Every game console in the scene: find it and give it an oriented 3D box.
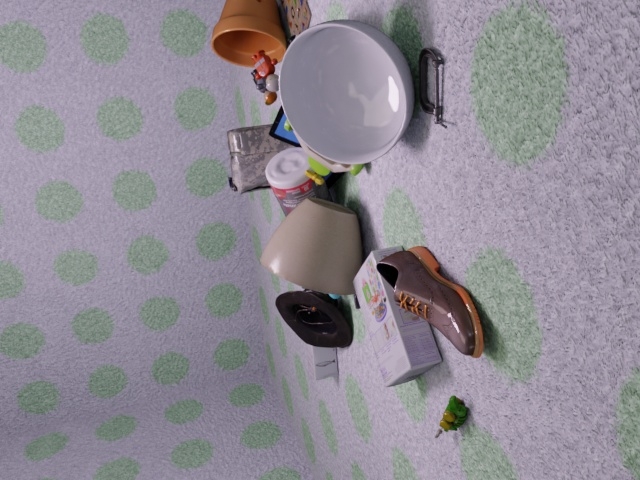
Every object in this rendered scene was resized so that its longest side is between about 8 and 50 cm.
[{"bbox_3d":[-0.049,-0.305,2.027,0.293,0.173,0.250,142,117,-73],"label":"game console"}]

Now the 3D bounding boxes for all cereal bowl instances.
[{"bbox_3d":[0.077,-0.360,1.429,0.339,0.141,0.339,17,125,25],"label":"cereal bowl"}]

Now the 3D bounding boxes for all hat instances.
[{"bbox_3d":[-0.006,0.268,2.281,0.331,0.331,0.134,97,-163,-49],"label":"hat"}]

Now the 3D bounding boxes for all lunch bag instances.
[{"bbox_3d":[-0.217,-0.326,2.365,0.212,0.305,0.256,-157,59,-72],"label":"lunch bag"}]

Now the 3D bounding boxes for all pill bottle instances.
[{"bbox_3d":[-0.055,-0.148,2.045,0.318,0.176,0.176,65,179,-46],"label":"pill bottle"}]

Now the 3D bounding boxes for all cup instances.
[{"bbox_3d":[0.000,0.000,1.892,0.237,0.331,0.331,-71,23,12],"label":"cup"}]

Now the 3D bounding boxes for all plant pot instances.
[{"bbox_3d":[-0.270,-0.829,2.311,0.291,0.291,0.203,140,135,-72],"label":"plant pot"}]

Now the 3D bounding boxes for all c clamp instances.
[{"bbox_3d":[0.241,-0.327,1.269,0.137,0.022,0.160,-127,28,-68],"label":"c clamp"}]

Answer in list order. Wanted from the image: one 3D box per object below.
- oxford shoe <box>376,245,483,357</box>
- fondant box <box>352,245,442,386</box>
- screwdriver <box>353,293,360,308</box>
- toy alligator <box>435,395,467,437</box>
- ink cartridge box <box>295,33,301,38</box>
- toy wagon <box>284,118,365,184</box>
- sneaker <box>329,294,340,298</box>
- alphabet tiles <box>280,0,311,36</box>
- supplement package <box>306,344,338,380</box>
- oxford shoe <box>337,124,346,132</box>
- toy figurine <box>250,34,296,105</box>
[{"bbox_3d":[0.243,0.147,1.367,0.363,0.133,0.130,-124,28,-55],"label":"oxford shoe"},{"bbox_3d":[0.200,0.212,1.641,0.238,0.096,0.330,113,142,-64],"label":"fondant box"},{"bbox_3d":[0.122,0.149,2.029,0.025,0.024,0.169,-11,-83,-77],"label":"screwdriver"},{"bbox_3d":[0.322,0.440,1.454,0.051,0.056,0.189,25,138,20],"label":"toy alligator"},{"bbox_3d":[0.038,-0.517,1.599,0.212,0.154,0.093,-136,36,-63],"label":"ink cartridge box"},{"bbox_3d":[0.018,-0.297,1.746,0.267,0.068,0.344,36,150,11],"label":"toy wagon"},{"bbox_3d":[0.016,0.137,2.176,0.275,0.107,0.110,-149,70,-71],"label":"sneaker"},{"bbox_3d":[-0.094,-0.867,2.101,0.285,0.011,0.342,115,141,-66],"label":"alphabet tiles"},{"bbox_3d":[0.005,0.476,2.500,0.105,0.105,0.179,-134,36,-63],"label":"supplement package"},{"bbox_3d":[0.085,-0.282,1.569,0.212,0.076,0.076,23,130,20],"label":"oxford shoe"},{"bbox_3d":[-0.126,-0.577,2.057,0.148,0.213,0.209,61,166,4],"label":"toy figurine"}]
